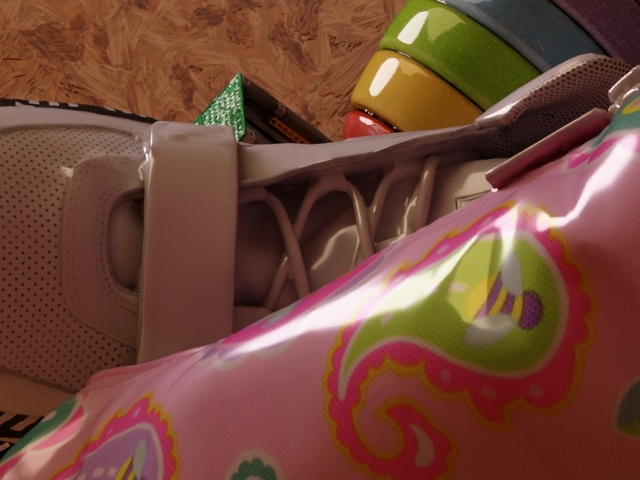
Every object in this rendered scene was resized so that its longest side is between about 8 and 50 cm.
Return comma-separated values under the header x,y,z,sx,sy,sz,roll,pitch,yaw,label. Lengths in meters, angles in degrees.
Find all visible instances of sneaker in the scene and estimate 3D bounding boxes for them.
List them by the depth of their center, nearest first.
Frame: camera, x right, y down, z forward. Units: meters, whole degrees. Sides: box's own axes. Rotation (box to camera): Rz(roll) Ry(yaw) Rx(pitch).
x,y,z,sx,sy,sz,roll,pitch,yaw,label
0.000,0.000,0.565,0.365,0.137,0.210,10,-19,-35,sneaker

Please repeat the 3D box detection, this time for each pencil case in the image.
x,y,z,sx,sy,sz,roll,pitch,yaw,label
0.028,0.053,0.410,0.284,0.124,0.124,-30,0,40,pencil case

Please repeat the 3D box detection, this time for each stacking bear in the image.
x,y,z,sx,sy,sz,roll,pitch,yaw,label
0.083,-0.061,0.901,0.289,0.175,0.164,-49,3,-4,stacking bear

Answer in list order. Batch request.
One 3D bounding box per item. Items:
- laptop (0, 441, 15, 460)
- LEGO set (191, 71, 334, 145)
x,y,z,sx,sy,sz,roll,pitch,yaw,label
-0.277,0.197,1.595,0.234,0.264,0.136,-30,37,-6,laptop
-0.044,0.052,1.119,0.255,0.192,0.331,-49,25,14,LEGO set
